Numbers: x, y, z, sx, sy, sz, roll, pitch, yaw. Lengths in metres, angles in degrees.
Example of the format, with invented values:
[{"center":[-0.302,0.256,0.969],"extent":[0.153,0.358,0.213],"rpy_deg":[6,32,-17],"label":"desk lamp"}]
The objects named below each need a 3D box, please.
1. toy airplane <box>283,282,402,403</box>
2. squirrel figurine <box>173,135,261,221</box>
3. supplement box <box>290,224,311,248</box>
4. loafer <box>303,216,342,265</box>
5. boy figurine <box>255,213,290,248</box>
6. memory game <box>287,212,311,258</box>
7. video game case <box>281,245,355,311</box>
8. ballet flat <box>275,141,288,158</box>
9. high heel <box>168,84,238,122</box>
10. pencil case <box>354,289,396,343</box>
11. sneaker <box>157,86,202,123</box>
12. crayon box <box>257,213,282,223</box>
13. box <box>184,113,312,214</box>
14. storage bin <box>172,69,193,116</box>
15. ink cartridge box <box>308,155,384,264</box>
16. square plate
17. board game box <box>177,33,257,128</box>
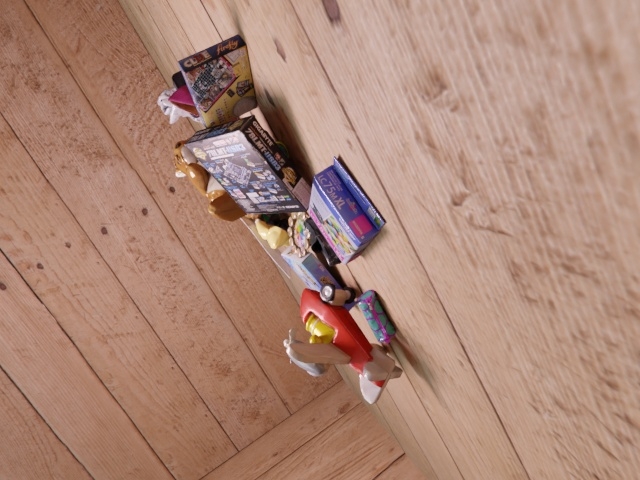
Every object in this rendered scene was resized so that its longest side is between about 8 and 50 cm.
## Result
[{"center":[0.065,0.355,1.322],"extent":[0.386,0.272,0.384],"rpy_deg":[39,-162,-10],"label":"toy airplane"},{"center":[-0.399,-0.248,1.651],"extent":[0.371,0.280,0.397],"rpy_deg":[28,177,21],"label":"squirrel figurine"},{"center":[-0.072,-0.018,1.569],"extent":[0.083,0.056,0.083],"rpy_deg":[62,168,-17],"label":"supplement box"},{"center":[0.000,0.000,1.269],"extent":[0.223,0.078,0.076],"rpy_deg":[46,163,45],"label":"loafer"},{"center":[-0.182,-0.037,1.657],"extent":[0.178,0.092,0.285],"rpy_deg":[28,-172,-8],"label":"boy figurine"},{"center":[-0.077,-0.029,1.455],"extent":[0.186,0.012,0.185],"rpy_deg":[12,103,62],"label":"memory game"},{"center":[-0.016,0.148,1.587],"extent":[0.269,0.061,0.244],"rpy_deg":[51,165,-18],"label":"video game case"},{"center":[-0.131,-0.235,1.243],"extent":[0.231,0.077,0.077],"rpy_deg":[77,174,-62],"label":"ballet flat"},{"center":[-0.431,-0.464,1.600],"extent":[0.377,0.182,0.127],"rpy_deg":[53,167,24],"label":"high heel"},{"center":[0.162,0.223,1.209],"extent":[0.151,0.065,0.070],"rpy_deg":[60,-176,-12],"label":"pencil case"},{"center":[-0.630,-0.623,1.937],"extent":[0.137,0.210,0.366],"rpy_deg":[58,168,6],"label":"sneaker"},{"center":[-0.257,-0.125,1.993],"extent":[0.165,0.081,0.278],"rpy_deg":[50,166,35],"label":"crayon box"},{"center":[-0.200,-0.197,1.171],"extent":[0.296,0.073,0.293],"rpy_deg":[2,140,46],"label":"box"},{"center":[-0.523,-0.620,1.727],"extent":[0.180,0.122,0.084],"rpy_deg":[61,168,-14],"label":"storage bin"},{"center":[0.048,-0.056,0.988],"extent":[0.185,0.065,0.311],"rpy_deg":[56,166,9],"label":"ink cartridge box"},{"center":[-0.270,-0.021,1.885],"extent":[0.344,0.049,0.347],"rpy_deg":[56,173,-36],"label":"square plate"},{"center":[-0.262,-0.407,1.097],"extent":[0.042,0.165,0.243],"rpy_deg":[56,168,15],"label":"board game box"}]
